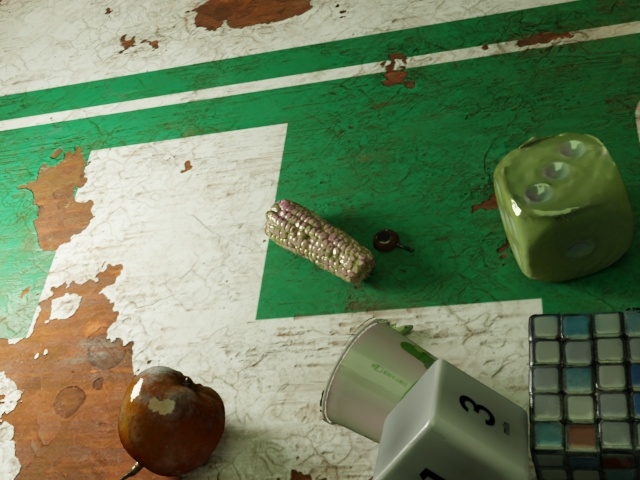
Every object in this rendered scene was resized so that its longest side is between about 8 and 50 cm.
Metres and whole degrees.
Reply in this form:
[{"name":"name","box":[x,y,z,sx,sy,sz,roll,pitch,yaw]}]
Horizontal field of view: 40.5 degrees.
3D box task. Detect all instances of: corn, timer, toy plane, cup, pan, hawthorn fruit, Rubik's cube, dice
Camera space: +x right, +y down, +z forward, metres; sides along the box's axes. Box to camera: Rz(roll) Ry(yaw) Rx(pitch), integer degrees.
[{"name":"corn","box":[-0.001,0.000,2.165,0.335,0.126,0.126,28,66,33]},{"name":"timer","box":[0.227,0.360,1.507,0.195,0.194,0.192,31,30,-5]},{"name":"toy plane","box":[0.160,0.216,1.981,0.111,0.040,0.102,-24,67,3]},{"name":"cup","box":[0.175,0.325,1.765,0.274,0.253,0.253,28,66,27]},{"name":"pan","box":[0.181,0.002,2.156,0.115,0.023,0.068,19,60,32]},{"name":"hawthorn fruit","box":[-0.323,0.405,1.903,0.235,0.262,0.231,8,19,15]},{"name":"Rubik's cube","box":[0.538,0.319,1.591,0.292,0.287,0.293,-6,51,16]},{"name":"dice","box":[0.538,-0.073,1.935,0.252,0.254,0.249,-17,52,5]}]

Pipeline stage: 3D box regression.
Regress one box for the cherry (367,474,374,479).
[{"name":"cherry","box":[0.168,0.538,1.605,0.236,0.213,0.285,19,66,49]}]
